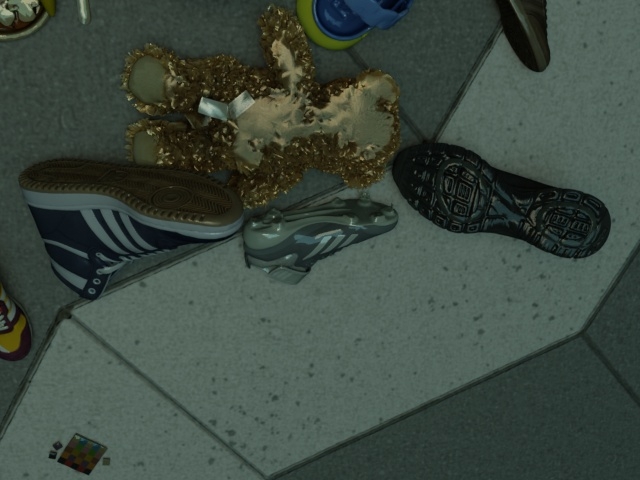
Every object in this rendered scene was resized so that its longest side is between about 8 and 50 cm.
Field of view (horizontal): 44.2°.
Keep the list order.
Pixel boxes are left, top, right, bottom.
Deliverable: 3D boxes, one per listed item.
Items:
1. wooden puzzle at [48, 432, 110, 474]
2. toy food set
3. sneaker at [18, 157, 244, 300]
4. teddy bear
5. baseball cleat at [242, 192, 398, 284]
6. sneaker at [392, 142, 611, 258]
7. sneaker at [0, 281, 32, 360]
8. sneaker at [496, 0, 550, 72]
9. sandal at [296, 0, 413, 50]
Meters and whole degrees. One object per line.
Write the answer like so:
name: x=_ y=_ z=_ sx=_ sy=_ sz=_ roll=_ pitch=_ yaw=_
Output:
wooden puzzle: x=-0.332 y=0.297 z=1.097 sx=0.083 sy=0.006 sz=0.049 roll=32 pitch=99 yaw=-21
toy food set: x=-0.357 y=-0.286 z=0.868 sx=0.192 sy=0.038 sz=0.132 roll=-9 pitch=111 yaw=-10
sneaker: x=-0.211 y=-0.002 z=0.918 sx=0.282 sy=0.099 sz=0.153 roll=10 pitch=124 yaw=21
teddy bear: x=-0.075 y=-0.151 z=0.958 sx=0.338 sy=0.113 sz=0.245 roll=-15 pitch=106 yaw=1
baseball cleat: x=0.000 y=0.000 z=1.046 sx=0.206 sy=0.072 sz=0.109 roll=-4 pitch=124 yaw=-7
sneaker: x=0.231 y=-0.050 z=1.053 sx=0.286 sy=0.130 sz=0.109 roll=22 pitch=97 yaw=4
sneaker: x=-0.410 y=0.078 z=0.960 sx=0.070 sy=0.084 sz=0.185 roll=-21 pitch=112 yaw=-5
sneaker: x=0.261 y=-0.305 z=0.989 sx=0.071 sy=0.066 sz=0.188 roll=-32 pitch=113 yaw=-2
sandal: x=0.108 y=-0.347 z=0.903 sx=0.126 sy=0.138 sz=0.317 roll=35 pitch=96 yaw=-20
